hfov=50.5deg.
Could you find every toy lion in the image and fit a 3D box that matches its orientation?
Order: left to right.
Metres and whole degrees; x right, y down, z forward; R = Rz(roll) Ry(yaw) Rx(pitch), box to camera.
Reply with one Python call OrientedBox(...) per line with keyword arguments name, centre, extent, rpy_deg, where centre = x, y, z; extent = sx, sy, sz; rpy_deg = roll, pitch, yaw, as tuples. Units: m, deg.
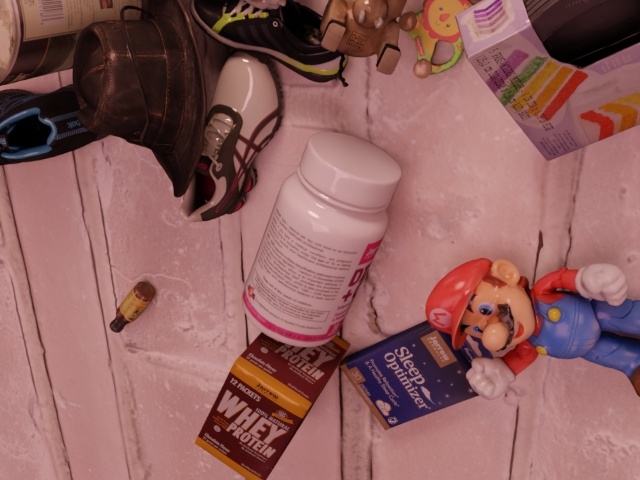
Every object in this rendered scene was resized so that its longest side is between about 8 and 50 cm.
OrientedBox(name="toy lion", centre=(0.154, -0.267, 0.860), extent=(0.096, 0.034, 0.100), rpy_deg=(-15, 105, 20))

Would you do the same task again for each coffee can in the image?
OrientedBox(name="coffee can", centre=(-0.396, -0.328, 0.928), extent=(0.202, 0.275, 0.201), rpy_deg=(9, 115, 20))

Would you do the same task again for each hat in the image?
OrientedBox(name="hat", centre=(-0.255, -0.200, 0.901), extent=(0.331, 0.134, 0.331), rpy_deg=(37, 132, 57))

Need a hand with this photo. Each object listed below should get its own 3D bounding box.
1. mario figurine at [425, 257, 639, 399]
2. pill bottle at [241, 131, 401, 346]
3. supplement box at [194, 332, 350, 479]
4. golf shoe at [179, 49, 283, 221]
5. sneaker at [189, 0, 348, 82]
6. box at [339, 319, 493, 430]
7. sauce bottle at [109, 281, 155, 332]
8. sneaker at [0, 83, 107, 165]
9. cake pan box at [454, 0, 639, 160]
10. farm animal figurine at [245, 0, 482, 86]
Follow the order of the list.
OrientedBox(name="mario figurine", centre=(0.295, 0.125, 0.885), extent=(0.321, 0.170, 0.198), rpy_deg=(11, 82, 11))
OrientedBox(name="pill bottle", centre=(0.000, 0.000, 0.969), extent=(0.160, 0.160, 0.283), rpy_deg=(28, 121, 10))
OrientedBox(name="supplement box", centre=(-0.075, 0.245, 1.093), extent=(0.129, 0.191, 0.194), rpy_deg=(32, 121, 8))
OrientedBox(name="golf shoe", centre=(-0.134, -0.145, 0.989), extent=(0.105, 0.120, 0.272), rpy_deg=(24, 119, 14))
OrientedBox(name="sneaker", centre=(-0.060, -0.295, 0.893), extent=(0.235, 0.084, 0.097), rpy_deg=(22, 157, 3))
OrientedBox(name="box", centre=(0.155, 0.205, 1.067), extent=(0.225, 0.036, 0.136), rpy_deg=(-31, 98, 30))
OrientedBox(name="sauce bottle", centre=(-0.349, 0.126, 1.249), extent=(0.042, 0.042, 0.128), rpy_deg=(44, 125, 0))
OrientedBox(name="sneaker", centre=(-0.508, -0.187, 1.120), extent=(0.341, 0.139, 0.125), rpy_deg=(-8, 111, 28))
OrientedBox(name="cake pan box", centre=(0.302, -0.205, 0.702), extent=(0.246, 0.267, 0.070), rpy_deg=(-23, 59, 26))
OrientedBox(name="farm animal figurine", centre=(0.109, -0.325, 0.749), extent=(0.330, 0.172, 0.327), rpy_deg=(33, 121, -21))
